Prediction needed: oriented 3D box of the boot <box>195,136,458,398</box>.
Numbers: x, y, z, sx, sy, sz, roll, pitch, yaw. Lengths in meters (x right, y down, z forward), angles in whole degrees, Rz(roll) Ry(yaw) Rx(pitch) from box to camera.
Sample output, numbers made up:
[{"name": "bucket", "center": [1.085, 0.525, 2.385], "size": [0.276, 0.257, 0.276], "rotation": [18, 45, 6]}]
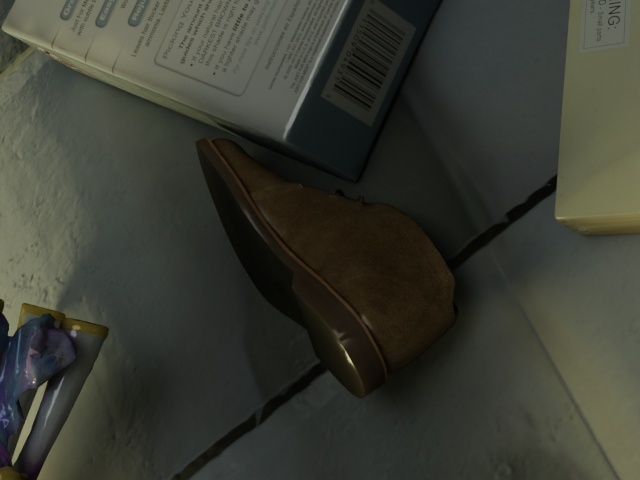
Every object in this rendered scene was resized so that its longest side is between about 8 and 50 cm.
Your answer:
[{"name": "boot", "center": [0.000, 0.000, 1.321], "size": [0.115, 0.112, 0.305], "rotation": [-32, 48, -13]}]

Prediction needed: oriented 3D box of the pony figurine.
[{"name": "pony figurine", "center": [-0.282, 0.231, 1.343], "size": [0.351, 0.303, 0.363], "rotation": [4, 78, 69]}]

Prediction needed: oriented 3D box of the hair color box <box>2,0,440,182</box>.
[{"name": "hair color box", "center": [-0.095, -0.203, 1.428], "size": [0.374, 0.114, 0.185], "rotation": [24, 88, 38]}]

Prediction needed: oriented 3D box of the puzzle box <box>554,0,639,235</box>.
[{"name": "puzzle box", "center": [0.316, -0.210, 1.178], "size": [0.272, 0.052, 0.408], "rotation": [-3, 72, 35]}]
